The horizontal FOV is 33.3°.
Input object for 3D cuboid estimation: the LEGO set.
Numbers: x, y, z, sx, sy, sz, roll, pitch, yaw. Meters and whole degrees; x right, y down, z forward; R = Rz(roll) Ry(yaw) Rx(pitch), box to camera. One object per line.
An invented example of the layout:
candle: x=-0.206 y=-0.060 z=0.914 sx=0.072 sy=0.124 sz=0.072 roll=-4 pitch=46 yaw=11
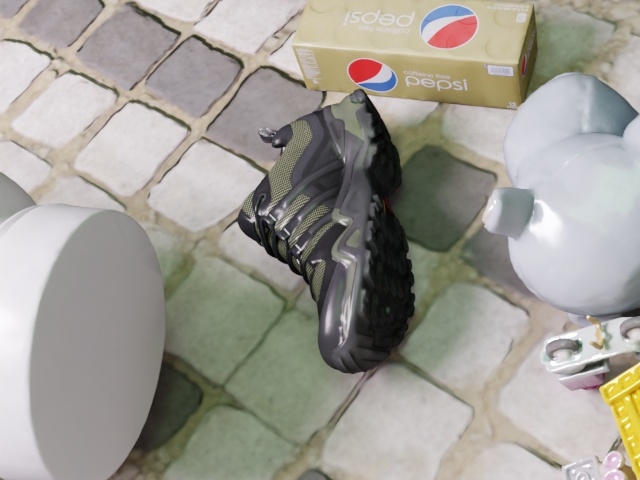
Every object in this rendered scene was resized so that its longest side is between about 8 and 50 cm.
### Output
LEGO set: x=0.195 y=0.182 z=0.599 sx=0.132 sy=0.107 sz=0.287 roll=-20 pitch=53 yaw=45

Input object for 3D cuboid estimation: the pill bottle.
pill bottle: x=-0.324 y=0.052 z=0.716 sx=0.408 sy=0.229 sz=0.229 roll=4 pitch=60 yaw=18

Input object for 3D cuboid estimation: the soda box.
soda box: x=0.074 y=-0.151 z=0.838 sx=0.181 sy=0.058 sz=0.061 roll=9 pitch=62 yaw=19

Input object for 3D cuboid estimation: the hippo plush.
hippo plush: x=0.242 y=-0.031 z=0.667 sx=0.236 sy=0.234 sz=0.294 roll=-37 pitch=35 yaw=27

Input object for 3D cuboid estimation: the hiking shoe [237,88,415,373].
hiking shoe: x=0.000 y=0.000 z=0.763 sx=0.114 sy=0.086 sz=0.227 roll=-16 pitch=50 yaw=21
